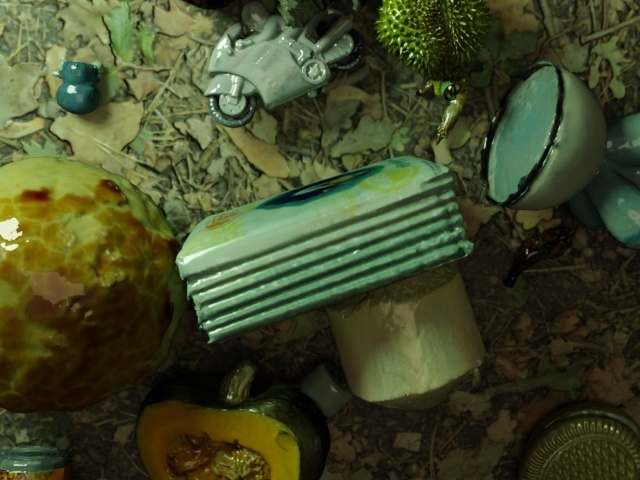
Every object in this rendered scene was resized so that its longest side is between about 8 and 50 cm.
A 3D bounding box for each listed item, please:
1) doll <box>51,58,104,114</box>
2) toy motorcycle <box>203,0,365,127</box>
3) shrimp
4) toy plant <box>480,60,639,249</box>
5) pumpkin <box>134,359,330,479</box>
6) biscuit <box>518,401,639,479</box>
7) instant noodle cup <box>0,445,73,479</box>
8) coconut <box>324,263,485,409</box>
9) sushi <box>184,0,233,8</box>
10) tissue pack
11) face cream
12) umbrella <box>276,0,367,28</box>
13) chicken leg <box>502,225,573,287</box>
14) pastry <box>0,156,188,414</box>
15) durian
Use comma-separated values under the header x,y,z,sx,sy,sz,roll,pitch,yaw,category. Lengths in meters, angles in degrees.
x,y,z,sx,sy,sz,roll,pitch,yaw,category
-0.374,-0.234,1.183,0.076,0.050,0.083,5,104,-3,doll
-0.070,-0.287,1.178,0.260,0.110,0.170,-28,92,-4,toy motorcycle
0.190,-0.215,1.259,0.083,0.023,0.114,20,94,-7,shrimp
0.444,-0.116,1.213,0.332,0.247,0.247,17,100,-13,toy plant
-0.146,0.298,1.233,0.317,0.139,0.221,8,105,18,pumpkin
0.477,0.417,1.400,0.259,0.079,0.259,-1,103,-6,biscuit
-0.473,0.407,1.262,0.178,0.208,0.125,3,88,20,instant noodle cup
0.135,0.153,1.229,0.239,0.239,0.244,-21,103,-1,coconut
-0.146,-0.477,1.086,0.196,0.182,0.343,33,94,-5,sushi
0.000,0.000,1.151,0.388,0.287,0.162,-19,100,-1,tissue pack
-0.078,0.335,1.326,0.314,0.089,0.143,-44,102,11,face cream
0.079,-0.437,1.127,0.358,0.106,0.113,-36,138,-12,umbrella
0.371,0.024,1.328,0.145,0.037,0.062,-31,117,0,chicken leg
-0.382,0.070,1.115,0.389,0.312,0.388,0,101,-2,pastry
0.175,-0.327,1.172,0.198,0.146,0.159,33,107,-31,durian
